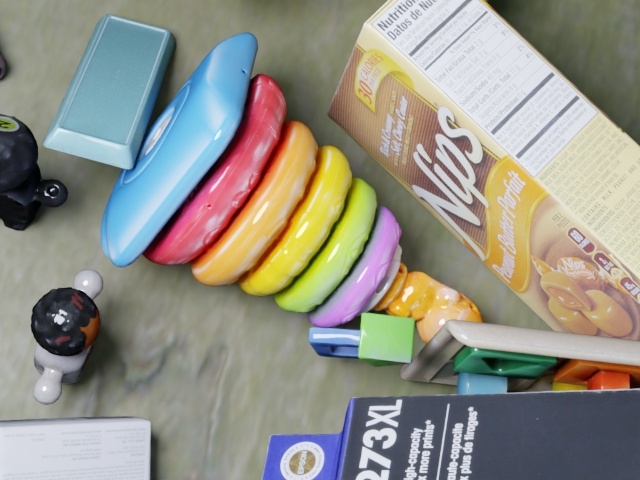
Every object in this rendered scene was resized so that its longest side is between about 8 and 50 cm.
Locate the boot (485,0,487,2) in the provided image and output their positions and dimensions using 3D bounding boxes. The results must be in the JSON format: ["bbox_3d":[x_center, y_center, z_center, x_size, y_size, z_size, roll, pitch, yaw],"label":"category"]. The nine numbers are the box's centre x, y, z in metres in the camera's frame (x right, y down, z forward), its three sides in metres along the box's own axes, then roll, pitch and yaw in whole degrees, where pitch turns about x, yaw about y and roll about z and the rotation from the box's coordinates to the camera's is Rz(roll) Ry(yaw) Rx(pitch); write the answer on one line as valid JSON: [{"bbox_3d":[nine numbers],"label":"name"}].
[{"bbox_3d":[0.040,-0.233,1.231,0.203,0.095,0.262,38,46,1],"label":"boot"}]

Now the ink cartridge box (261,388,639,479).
[{"bbox_3d":[0.111,0.192,1.046,0.371,0.069,0.175,-6,52,23],"label":"ink cartridge box"}]

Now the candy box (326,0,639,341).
[{"bbox_3d":[0.156,-0.048,1.171,0.316,0.183,0.087,43,71,5],"label":"candy box"}]

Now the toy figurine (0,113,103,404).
[{"bbox_3d":[-0.267,0.035,1.101,0.213,0.148,0.209,-21,78,-15],"label":"toy figurine"}]

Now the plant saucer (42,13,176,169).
[{"bbox_3d":[-0.157,-0.120,1.175,0.067,0.018,0.192,15,35,-4],"label":"plant saucer"}]

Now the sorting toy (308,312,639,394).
[{"bbox_3d":[0.163,0.103,1.122,0.348,0.196,0.047,7,76,-7],"label":"sorting toy"}]

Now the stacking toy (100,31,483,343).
[{"bbox_3d":[0.000,0.000,1.166,0.302,0.165,0.175,33,28,-16],"label":"stacking toy"}]

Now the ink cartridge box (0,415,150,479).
[{"bbox_3d":[-0.186,0.216,1.083,0.145,0.045,0.179,5,87,-49],"label":"ink cartridge box"}]

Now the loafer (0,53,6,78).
[{"bbox_3d":[-0.339,-0.098,1.112,0.095,0.109,0.302,47,44,-6],"label":"loafer"}]
